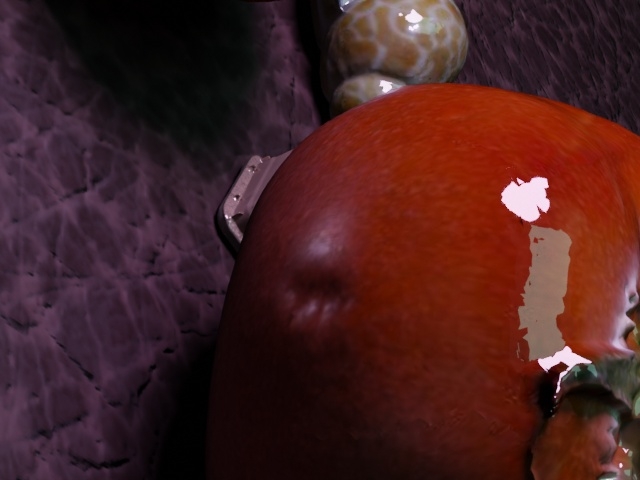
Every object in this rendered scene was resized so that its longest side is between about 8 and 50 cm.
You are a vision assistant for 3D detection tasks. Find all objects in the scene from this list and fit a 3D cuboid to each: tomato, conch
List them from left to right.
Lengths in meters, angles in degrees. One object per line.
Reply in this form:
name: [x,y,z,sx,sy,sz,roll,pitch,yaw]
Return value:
conch: [0.047,-0.146,1.332,0.116,0.106,0.173,5,40,-37]
tomato: [0.073,0.094,0.973,0.341,0.273,0.341,11,77,-55]

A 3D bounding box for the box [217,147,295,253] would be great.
box: [0.000,0.000,1.149,0.122,0.062,0.089,53,28,-17]
